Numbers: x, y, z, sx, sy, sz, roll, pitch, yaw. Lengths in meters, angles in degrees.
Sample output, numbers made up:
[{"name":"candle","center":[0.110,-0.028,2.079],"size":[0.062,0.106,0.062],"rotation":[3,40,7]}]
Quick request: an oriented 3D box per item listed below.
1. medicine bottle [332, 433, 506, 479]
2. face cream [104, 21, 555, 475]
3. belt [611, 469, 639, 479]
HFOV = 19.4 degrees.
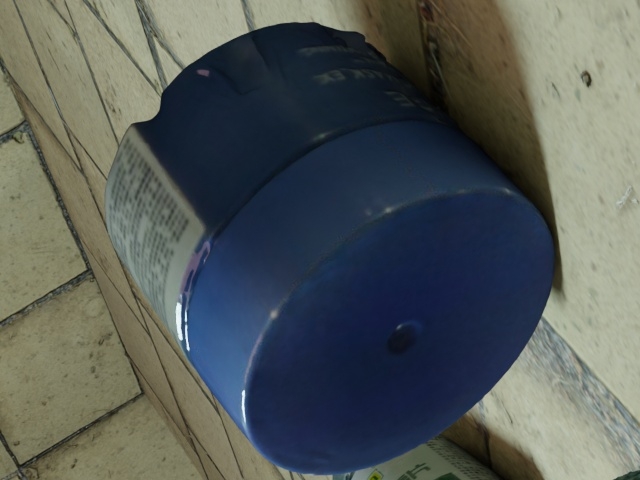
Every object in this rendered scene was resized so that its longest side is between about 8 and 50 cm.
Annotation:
[{"name":"medicine bottle","center":[0.109,0.262,1.741],"size":[0.141,0.141,0.293],"rotation":[64,168,-21]},{"name":"face cream","center":[0.000,0.000,1.293],"size":[0.225,0.249,0.249],"rotation":[49,164,37]},{"name":"belt","center":[0.217,0.210,1.196],"size":[0.082,0.148,0.163],"rotation":[60,-164,-16]}]
